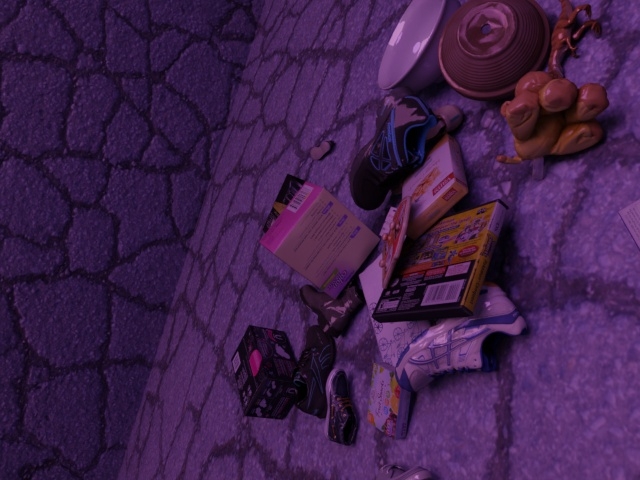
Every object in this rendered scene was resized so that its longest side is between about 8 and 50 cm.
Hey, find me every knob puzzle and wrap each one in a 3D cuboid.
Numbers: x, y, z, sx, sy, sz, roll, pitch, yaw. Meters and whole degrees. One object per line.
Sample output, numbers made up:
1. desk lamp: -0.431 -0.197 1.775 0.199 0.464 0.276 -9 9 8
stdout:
1. knob puzzle: 0.163 -0.016 1.090 0.213 0.030 0.213 -165 90 -90

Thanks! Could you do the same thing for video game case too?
1. video game case: 0.239 0.051 0.999 0.275 0.035 0.248 -22 36 59

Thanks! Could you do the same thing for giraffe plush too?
1. giraffe plush: 0.425 -0.249 0.922 0.210 0.181 0.170 90 -173 -54

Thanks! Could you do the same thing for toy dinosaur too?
1. toy dinosaur: 0.495 -0.435 0.970 0.112 0.064 0.211 -2 72 60

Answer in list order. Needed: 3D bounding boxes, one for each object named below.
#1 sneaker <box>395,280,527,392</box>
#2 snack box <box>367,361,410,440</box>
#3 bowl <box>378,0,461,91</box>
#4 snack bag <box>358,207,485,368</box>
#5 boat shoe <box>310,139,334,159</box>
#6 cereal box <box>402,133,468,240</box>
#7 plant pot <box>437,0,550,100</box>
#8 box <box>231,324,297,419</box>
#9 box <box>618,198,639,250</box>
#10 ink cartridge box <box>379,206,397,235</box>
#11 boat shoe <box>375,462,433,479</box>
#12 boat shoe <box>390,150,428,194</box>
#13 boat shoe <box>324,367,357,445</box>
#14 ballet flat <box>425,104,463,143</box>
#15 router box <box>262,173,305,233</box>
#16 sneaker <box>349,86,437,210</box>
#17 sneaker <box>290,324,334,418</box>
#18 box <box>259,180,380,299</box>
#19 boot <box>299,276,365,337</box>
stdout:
1. sneaker: 0.264 0.219 0.936 0.296 0.112 0.131 -55 52 26
2. snack box: 0.155 0.359 1.087 0.100 0.037 0.141 13 98 58
3. bowl: 0.284 -0.508 1.266 0.298 0.134 0.298 -55 23 37
4. snack bag: 0.229 0.103 1.141 0.342 0.037 0.323 -48 37 35
5. boat shoe: 0.007 -0.331 1.749 0.046 0.038 0.125 60 148 -2
6. cereal box: 0.260 -0.130 1.132 0.173 0.047 0.240 -48 16 33
7. plant pot: 0.361 -0.431 1.033 0.237 0.110 0.237 -1 87 28
8. box: -0.173 0.416 1.530 0.163 0.142 0.247 -62 30 19
9. box: 0.526 -0.019 0.678 0.137 0.072 0.126 -42 41 40
10. ink cartridge box: 0.195 -0.043 1.286 0.048 0.028 0.083 32 102 59
11. boat shoe: 0.143 0.514 1.011 0.227 0.079 0.081 -54 38 34
12. boat shoe: 0.231 -0.182 1.282 0.153 0.048 0.056 -43 40 40
13. boat shoe: 0.059 0.421 1.225 0.083 0.065 0.183 -11 71 55
14. ballet flat: 0.254 -0.278 1.252 0.248 0.086 0.086 -20 58 55
15. router box: -0.086 -0.078 1.719 0.243 0.081 0.309 -64 31 12
16. sneaker: 0.174 -0.202 1.212 0.139 0.125 0.341 50 138 36
17. sneaker: -0.022 0.355 1.351 0.101 0.106 0.267 -44 38 41
18. box: 0.000 0.000 1.318 0.213 0.243 0.117 -53 30 -4
19. boot: 0.041 0.158 1.404 0.161 0.083 0.246 -55 34 8
